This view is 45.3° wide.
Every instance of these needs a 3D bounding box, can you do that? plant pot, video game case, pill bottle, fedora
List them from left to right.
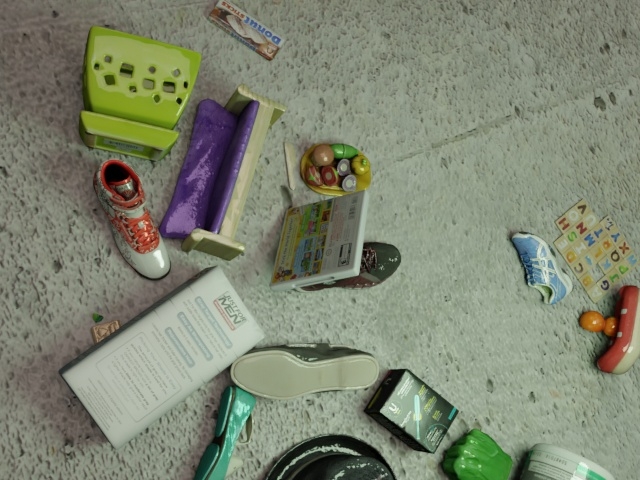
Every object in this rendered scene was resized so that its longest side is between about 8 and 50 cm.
[{"bbox_3d":[-0.390,-0.291,1.599,0.228,0.227,0.207,12,82,-17],"label":"plant pot"},{"bbox_3d":[0.000,0.000,1.662,0.026,0.206,0.227,53,35,-40],"label":"video game case"},{"bbox_3d":[0.040,0.547,1.593,0.334,0.152,0.334,8,61,-15],"label":"fedora"},{"bbox_3d":[0.515,0.667,1.742,0.204,0.204,0.361,33,71,-11],"label":"pill bottle"}]

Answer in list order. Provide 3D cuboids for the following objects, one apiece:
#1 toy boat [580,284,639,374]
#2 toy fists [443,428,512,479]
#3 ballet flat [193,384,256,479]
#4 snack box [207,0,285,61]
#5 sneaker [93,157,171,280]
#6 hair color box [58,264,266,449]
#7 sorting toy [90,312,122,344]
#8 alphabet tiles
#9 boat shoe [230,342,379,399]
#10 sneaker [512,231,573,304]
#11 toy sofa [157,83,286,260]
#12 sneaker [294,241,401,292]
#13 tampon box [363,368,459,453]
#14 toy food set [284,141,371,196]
[{"bbox_3d":[0.739,0.222,1.954,0.151,0.151,0.231,12,73,14],"label":"toy boat"},{"bbox_3d":[0.324,0.568,1.755,0.142,0.096,0.279,40,68,-19],"label":"toy fists"},{"bbox_3d":[-0.192,0.430,1.606,0.087,0.083,0.247,24,73,-19],"label":"ballet flat"},{"bbox_3d":[-0.175,-0.499,1.813,0.178,0.022,0.064,32,70,-11],"label":"snack box"},{"bbox_3d":[-0.389,-0.044,1.589,0.090,0.145,0.270,-27,90,-22],"label":"sneaker"},{"bbox_3d":[-0.320,0.231,1.575,0.374,0.113,0.185,-36,98,-21],"label":"hair color box"},{"bbox_3d":[-0.445,0.188,1.599,0.062,0.012,0.083,-15,86,-23],"label":"sorting toy"},{"bbox_3d":[0.726,0.016,2.039,0.198,0.009,0.237,-36,93,-21],"label":"alphabet tiles"},{"bbox_3d":[-0.039,0.282,1.685,0.335,0.095,0.112,3,97,-17],"label":"boat shoe"},{"bbox_3d":[0.552,0.068,1.931,0.081,0.080,0.211,-40,93,-24],"label":"sneaker"},{"bbox_3d":[-0.216,-0.150,1.668,0.177,0.150,0.362,20,74,-16],"label":"toy sofa"},{"bbox_3d":[0.079,0.059,1.723,0.281,0.162,0.106,-13,85,-20],"label":"sneaker"},{"bbox_3d":[0.205,0.386,1.740,0.161,0.101,0.120,40,70,-8],"label":"tampon box"},{"bbox_3d":[0.028,-0.174,1.798,0.218,0.071,0.128,3,79,-18],"label":"toy food set"}]
